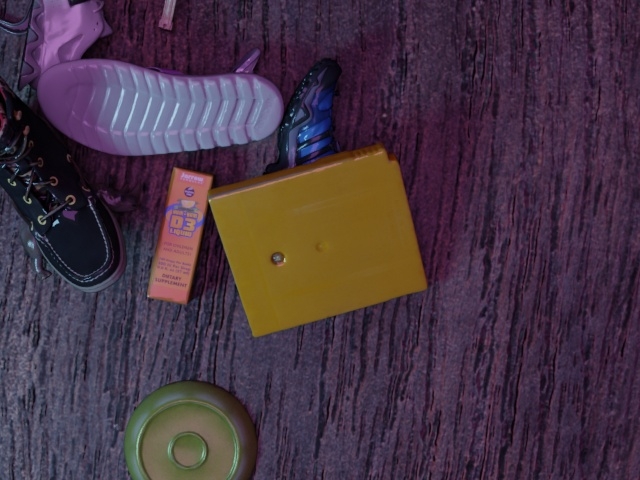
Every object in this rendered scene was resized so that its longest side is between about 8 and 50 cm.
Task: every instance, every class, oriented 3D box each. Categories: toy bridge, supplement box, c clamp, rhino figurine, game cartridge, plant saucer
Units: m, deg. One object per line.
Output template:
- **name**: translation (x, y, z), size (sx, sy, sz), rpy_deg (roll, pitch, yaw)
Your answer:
- **toy bridge**: translation (-0.244, -0.457, 1.879), size (0.026, 0.063, 0.188), rpy_deg (18, 93, 0)
- **supplement box**: translation (-0.242, -0.010, 1.890), size (0.078, 0.080, 0.233), rpy_deg (11, 90, -2)
- **c clamp**: translation (-0.545, -0.447, 1.904), size (0.137, 0.022, 0.160), rpy_deg (15, 91, -6)
- **rhino figurine**: translation (-0.417, -0.038, 1.892), size (0.243, 0.073, 0.106), rpy_deg (-34, 95, 0)
- **game cartridge**: translation (0.000, 0.000, 1.853), size (0.324, 0.052, 0.285), rpy_deg (-16, 117, -1)
- **plant saucer**: translation (-0.233, 0.370, 1.924), size (0.241, 0.037, 0.240), rpy_deg (0, 92, 1)

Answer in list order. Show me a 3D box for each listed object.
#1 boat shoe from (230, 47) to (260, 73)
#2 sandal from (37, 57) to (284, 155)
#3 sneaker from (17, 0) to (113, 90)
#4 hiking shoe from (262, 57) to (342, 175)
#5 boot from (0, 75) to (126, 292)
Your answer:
- **boat shoe**: translation (-0.135, -0.292, 1.903), size (0.035, 0.035, 0.100), rpy_deg (41, 89, -27)
- **sandal**: translation (-0.274, -0.232, 1.871), size (0.416, 0.102, 0.169), rpy_deg (5, 116, -7)
- **sneaker**: translation (-0.424, -0.410, 1.861), size (0.146, 0.122, 0.330), rpy_deg (8, 101, -16)
- **hiking shoe**: translation (-0.011, -0.163, 1.878), size (0.132, 0.113, 0.304), rpy_deg (19, 101, -10)
- **boot**: translation (-0.464, -0.107, 1.727), size (0.138, 0.284, 0.377), rpy_deg (-30, 65, 1)
